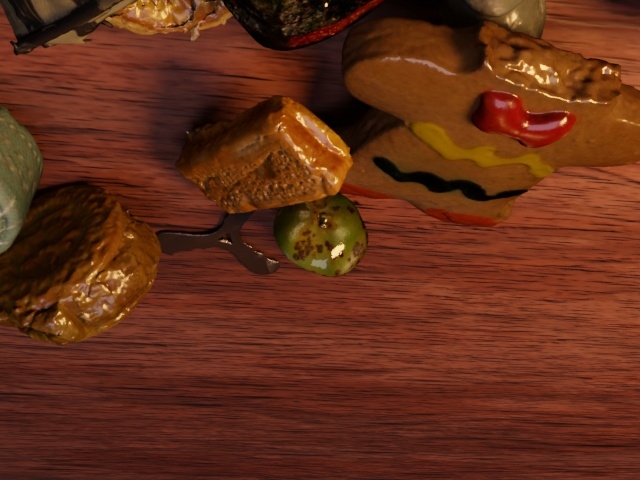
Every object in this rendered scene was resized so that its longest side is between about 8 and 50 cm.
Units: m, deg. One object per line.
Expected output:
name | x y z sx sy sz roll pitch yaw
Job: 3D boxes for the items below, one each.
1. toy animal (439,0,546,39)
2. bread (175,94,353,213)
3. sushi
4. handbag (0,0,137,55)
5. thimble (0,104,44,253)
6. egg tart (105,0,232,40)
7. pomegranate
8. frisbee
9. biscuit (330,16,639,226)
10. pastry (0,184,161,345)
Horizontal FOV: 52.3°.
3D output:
toy animal | 0.173 -0.246 0.633 0.108 0.138 0.236 -22 180 10
bread | -0.081 -0.103 0.802 0.139 0.077 0.271 42 155 -24
sushi | 0.008 -0.280 0.600 0.225 0.136 0.126 -37 154 -3
handbag | -0.177 -0.324 0.434 0.327 0.163 0.325 -19 121 26
thimble | -0.486 -0.076 0.851 0.235 0.143 0.198 -26 132 23
egg tart | -0.165 -0.317 0.628 0.231 0.098 0.252 -16 142 5
pomegranate | 0.005 -0.013 0.970 0.143 0.122 0.169 23 179 13
frisbee | -0.140 -0.014 1.038 0.211 0.012 0.187 18 134 -22
biscuit | 0.155 -0.109 0.777 0.368 0.076 0.394 13 162 -18
pastry | -0.350 0.043 0.928 0.240 0.235 0.132 -6 144 19
